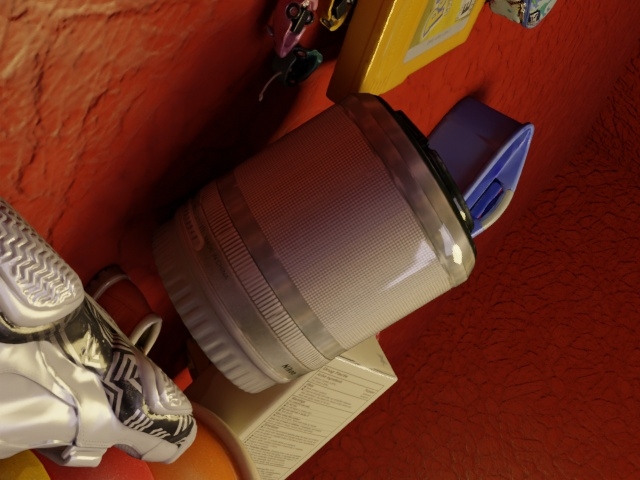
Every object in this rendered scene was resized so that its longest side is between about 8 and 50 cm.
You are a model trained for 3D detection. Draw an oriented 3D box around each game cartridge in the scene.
[{"bbox_3d":[0.143,-0.313,0.792,0.324,0.053,0.285,-43,161,-47],"label":"game cartridge"}]

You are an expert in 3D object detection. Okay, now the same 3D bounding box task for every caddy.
[{"bbox_3d":[0.275,-0.103,1.363,0.341,0.179,0.241,-51,163,-4],"label":"caddy"}]

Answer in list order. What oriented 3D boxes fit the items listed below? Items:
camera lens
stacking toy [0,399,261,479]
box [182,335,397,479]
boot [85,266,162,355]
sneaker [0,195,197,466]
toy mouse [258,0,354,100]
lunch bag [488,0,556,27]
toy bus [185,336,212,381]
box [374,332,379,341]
[{"bbox_3d":[0.000,0.000,0.718,0.274,0.219,0.219,-31,162,4],"label":"camera lens"},{"bbox_3d":[-0.301,0.287,0.637,0.350,0.351,0.480,-53,144,3],"label":"stacking toy"},{"bbox_3d":[-0.071,0.212,0.905,0.311,0.121,0.148,-44,134,16],"label":"box"},{"bbox_3d":[-0.221,0.113,0.713,0.158,0.085,0.059,-56,164,16],"label":"boot"},{"bbox_3d":[-0.244,0.122,0.531,0.210,0.137,0.365,-43,143,-17],"label":"sneaker"},{"bbox_3d":[-0.024,-0.195,0.678,0.143,0.031,0.161,-52,167,-3],"label":"toy mouse"},{"bbox_3d":[0.333,-0.432,1.023,0.219,0.090,0.176,-51,160,-6],"label":"lunch bag"},{"bbox_3d":[-0.094,0.170,1.023,0.202,0.104,0.191,-41,149,21],"label":"toy bus"},{"bbox_3d":[0.038,0.171,1.395,0.128,0.123,0.256,-44,161,-21],"label":"box"}]
